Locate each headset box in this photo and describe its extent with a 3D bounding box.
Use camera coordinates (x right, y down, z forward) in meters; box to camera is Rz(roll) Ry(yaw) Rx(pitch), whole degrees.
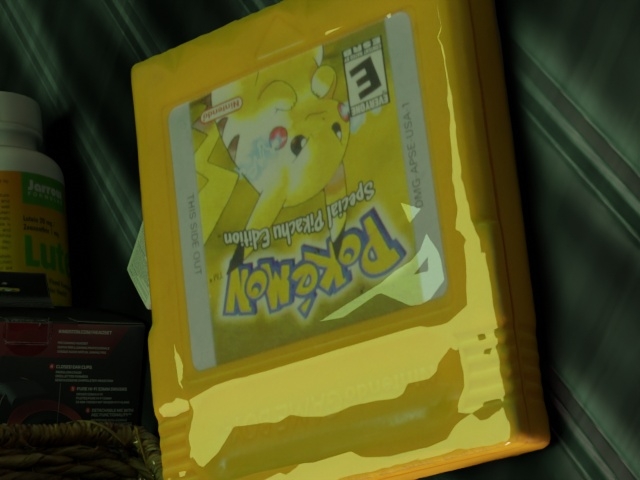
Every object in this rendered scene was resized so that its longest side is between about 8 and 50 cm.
[{"bbox_3d":[-0.273,0.172,1.675,0.110,0.218,0.293,12,98,61],"label":"headset box"}]

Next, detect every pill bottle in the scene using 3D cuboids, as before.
[{"bbox_3d":[-0.299,-0.005,1.825,0.136,0.136,0.246,-31,61,56],"label":"pill bottle"}]

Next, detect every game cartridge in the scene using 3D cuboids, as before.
[{"bbox_3d":[0.000,0.000,1.271,0.285,0.052,0.324,-19,68,36],"label":"game cartridge"}]

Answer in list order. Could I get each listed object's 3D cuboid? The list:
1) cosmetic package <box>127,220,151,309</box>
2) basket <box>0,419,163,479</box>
[{"bbox_3d":[-0.113,-0.006,1.587,0.060,0.041,0.115,59,136,47],"label":"cosmetic package"},{"bbox_3d":[-0.223,0.249,1.490,0.213,0.299,0.223,-5,83,61],"label":"basket"}]
